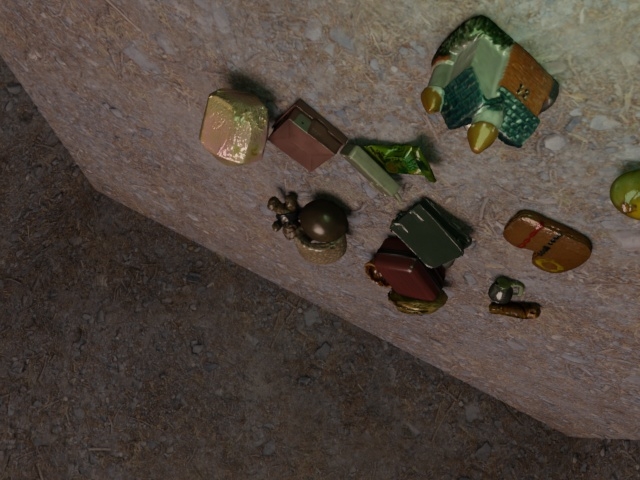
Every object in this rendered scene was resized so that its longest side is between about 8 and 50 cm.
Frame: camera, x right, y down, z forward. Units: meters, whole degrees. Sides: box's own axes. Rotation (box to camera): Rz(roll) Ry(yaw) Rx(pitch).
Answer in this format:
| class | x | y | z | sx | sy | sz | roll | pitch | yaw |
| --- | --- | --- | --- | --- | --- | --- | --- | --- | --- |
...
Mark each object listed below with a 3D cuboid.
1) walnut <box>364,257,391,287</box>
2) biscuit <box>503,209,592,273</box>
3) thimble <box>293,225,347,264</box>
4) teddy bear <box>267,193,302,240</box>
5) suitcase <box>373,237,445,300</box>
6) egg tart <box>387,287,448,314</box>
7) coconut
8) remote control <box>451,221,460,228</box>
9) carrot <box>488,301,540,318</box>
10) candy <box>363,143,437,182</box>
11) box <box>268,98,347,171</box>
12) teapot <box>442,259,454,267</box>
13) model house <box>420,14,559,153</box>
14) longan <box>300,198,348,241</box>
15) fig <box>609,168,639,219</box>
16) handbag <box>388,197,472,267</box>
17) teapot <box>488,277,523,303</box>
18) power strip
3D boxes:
| class | x | y | z | sx | sy | sz | roll | pitch | yaw |
| --- | --- | --- | --- | --- | --- | --- | --- | --- | --- |
| walnut | 0.301 | 0.143 | 2.307 | 0.167 | 0.087 | 0.211 | 26 | 157 | 24 |
| biscuit | 0.728 | 0.019 | 1.575 | 0.276 | 0.052 | 0.262 | 27 | 158 | 2 |
| thimble | 0.006 | -0.004 | 2.186 | 0.228 | 0.196 | 0.148 | 12 | 149 | 17 |
| teddy bear | -0.147 | -0.121 | 2.215 | 0.181 | 0.129 | 0.252 | -15 | 125 | 1 |
| suitcase | 0.390 | 0.125 | 2.063 | 0.236 | 0.161 | 0.297 | 8 | 150 | 42 |
| egg tart | 0.450 | 0.277 | 2.212 | 0.278 | 0.278 | 0.095 | 11 | 114 | 36 |
| coconut | -0.288 | -0.370 | 1.621 | 0.233 | 0.233 | 0.245 | 23 | 118 | 13 |
| remote control | 0.473 | -0.027 | 1.808 | 0.065 | 0.029 | 0.166 | 35 | 155 | 7 |
| carrot | 0.832 | 0.299 | 2.053 | 0.069 | 0.069 | 0.228 | 40 | 157 | -28 |
| candy | 0.252 | -0.258 | 1.511 | 0.246 | 0.069 | 0.149 | 15 | 156 | 46 |
| box | -0.053 | -0.352 | 1.644 | 0.215 | 0.086 | 0.215 | 36 | 157 | -18 |
| teapot | 0.537 | 0.076 | 1.949 | 0.042 | 0.043 | 0.111 | 27 | 154 | 4 |
| model house | 0.347 | -0.289 | 1.048 | 0.271 | 0.301 | 0.190 | 35 | 150 | -15 |
| longan | 0.013 | -0.082 | 2.029 | 0.212 | 0.198 | 0.198 | 30 | 158 | -1 |
| fig | 0.780 | -0.111 | 1.150 | 0.152 | 0.121 | 0.136 | 3 | 151 | 0 |
| handbag | 0.403 | -0.025 | 1.782 | 0.260 | 0.079 | 0.247 | 43 | 155 | -2 |
| teapot | 0.746 | 0.190 | 1.920 | 0.091 | 0.124 | 0.092 | 85 | 164 | -47 |
| power strip | 0.188 | -0.225 | 1.637 | 0.288 | 0.053 | 0.093 | 38 | 178 | -29 |
